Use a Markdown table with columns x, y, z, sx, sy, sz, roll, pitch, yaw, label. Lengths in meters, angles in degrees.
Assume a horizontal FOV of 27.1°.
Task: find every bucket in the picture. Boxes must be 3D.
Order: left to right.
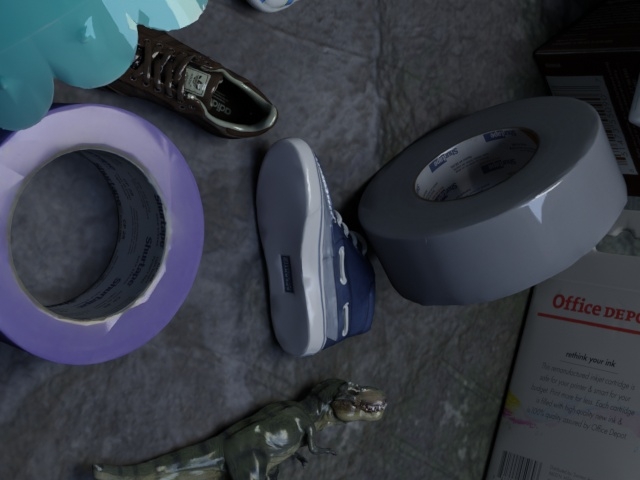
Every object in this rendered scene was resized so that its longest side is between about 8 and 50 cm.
| x | y | z | sx | sy | sz | roll | pitch | yaw | label |
| --- | --- | --- | --- | --- | --- | --- | --- | --- | --- |
| -0.187 | -0.213 | 0.844 | 0.281 | 0.281 | 0.183 | -45 | 118 | -23 | bucket |

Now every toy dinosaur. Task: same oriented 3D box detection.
| x | y | z | sx | sy | sz | roll | pitch | yaw | label |
| --- | --- | --- | --- | --- | --- | --- | --- | --- | --- |
| -0.060 | 0.199 | 1.110 | 0.268 | 0.064 | 0.118 | -16 | 98 | -31 | toy dinosaur |

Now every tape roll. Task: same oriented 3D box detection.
| x | y | z | sx | sy | sz | roll | pitch | yaw | label |
| --- | --- | --- | --- | --- | --- | --- | --- | --- | --- |
| -0.186 | -0.007 | 0.980 | 0.189 | 0.080 | 0.189 | -4 | 97 | -35 | tape roll |
| 0.145 | -0.037 | 1.128 | 0.219 | 0.219 | 0.072 | -40 | 117 | -25 | tape roll |

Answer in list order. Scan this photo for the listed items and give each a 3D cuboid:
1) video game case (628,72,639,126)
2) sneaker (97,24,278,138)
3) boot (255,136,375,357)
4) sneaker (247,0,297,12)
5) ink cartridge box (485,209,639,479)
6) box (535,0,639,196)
| x | y | z | sx | sy | sz | roll | pitch | yaw | label |
| --- | --- | --- | --- | --- | --- | --- | --- | --- | --- |
| 0.360 | -0.157 | 1.185 | 0.190 | 0.022 | 0.173 | 20 | 82 | -35 | video game case |
| -0.112 | -0.132 | 1.023 | 0.188 | 0.071 | 0.066 | 21 | 83 | -36 | sneaker |
| 0.000 | 0.000 | 1.131 | 0.086 | 0.069 | 0.190 | -17 | 113 | -41 | boot |
| 0.034 | -0.279 | 1.078 | 0.240 | 0.126 | 0.091 | -51 | 121 | -20 | sneaker |
| 0.288 | 0.153 | 1.261 | 0.119 | 0.207 | 0.353 | 17 | 86 | -35 | ink cartridge box |
| 0.354 | -0.161 | 1.297 | 0.203 | 0.167 | 0.168 | -38 | 115 | -26 | box |
